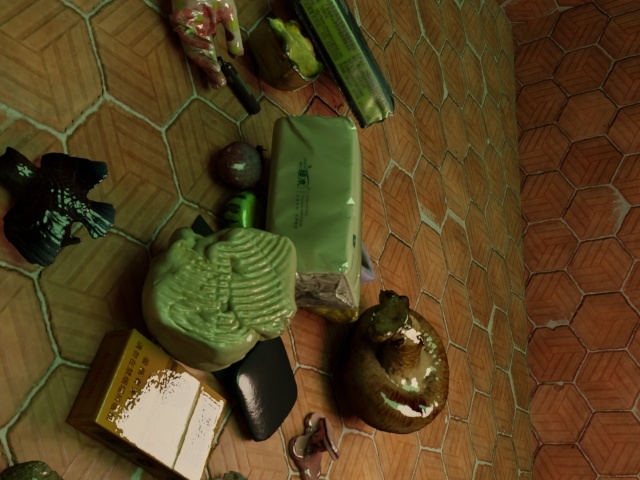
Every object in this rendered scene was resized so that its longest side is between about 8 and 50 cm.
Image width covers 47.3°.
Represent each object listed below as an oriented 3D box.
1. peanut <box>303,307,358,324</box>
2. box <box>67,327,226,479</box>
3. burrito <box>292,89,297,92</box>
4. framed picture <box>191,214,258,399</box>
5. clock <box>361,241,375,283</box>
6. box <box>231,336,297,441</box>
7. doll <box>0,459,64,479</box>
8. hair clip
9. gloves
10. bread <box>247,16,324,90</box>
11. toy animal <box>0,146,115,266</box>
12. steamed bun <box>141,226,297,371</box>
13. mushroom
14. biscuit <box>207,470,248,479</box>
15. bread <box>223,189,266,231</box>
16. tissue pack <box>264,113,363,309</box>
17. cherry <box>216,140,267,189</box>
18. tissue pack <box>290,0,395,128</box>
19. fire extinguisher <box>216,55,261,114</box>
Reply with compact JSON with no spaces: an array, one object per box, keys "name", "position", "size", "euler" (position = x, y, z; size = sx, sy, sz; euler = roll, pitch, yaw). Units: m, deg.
[{"name":"peanut","position":[0.024,0.158,1.825],"size":[0.207,0.087,0.087],"euler":[29,57,-49]},{"name":"box","position":[-0.293,0.299,1.287],"size":[0.274,0.076,0.174],"euler":[50,44,-39]},{"name":"burrito","position":[-0.060,-0.425,1.896],"size":[0.118,0.044,0.074],"euler":[-30,103,-54]},{"name":"framed picture","position":[-0.210,0.142,1.525],"size":[0.324,0.013,0.244],"euler":[57,39,-32]},{"name":"clock","position":[0.074,0.041,1.877],"size":[0.172,0.064,0.198],"euler":[58,17,-11]},{"name":"box","position":[-0.119,0.312,1.579],"size":[0.212,0.042,0.201],"euler":[-50,129,-54]},{"name":"doll","position":[-0.418,0.376,1.043],"size":[0.115,0.105,0.221],"euler":[-39,113,-8]},{"name":"hair clip","position":[-0.017,0.478,1.720],"size":[0.138,0.102,0.123],"euler":[-110,175,-63]},{"name":"gloves","position":[-0.245,-0.444,1.550],"size":[0.145,0.126,0.241],"euler":[-51,151,-57]},{"name":"bread","position":[-0.098,-0.441,1.759],"size":[0.174,0.133,0.251],"euler":[62,19,-12]},{"name":"toy animal","position":[-0.422,-0.076,1.153],"size":[0.179,0.116,0.218],"euler":[52,48,-38]},{"name":"steamed bun","position":[-0.195,0.103,1.365],"size":[0.276,0.203,0.289],"euler":[32,51,-16]},{"name":"mushroom","position":[0.211,0.291,1.864],"size":[0.334,0.356,0.331],"euler":[31,30,-10]},{"name":"biscuit","position":[-0.211,0.548,1.337],"size":[0.281,0.084,0.179],"euler":[-19,97,-59]},{"name":"bread","position":[-0.165,-0.036,1.588],"size":[0.130,0.071,0.139],"euler":[-53,133,-52]},{"name":"tissue pack","position":[-0.009,-0.057,1.650],"size":[0.297,0.207,0.380],"euler":[71,20,-70]},{"name":"cherry","position":[-0.159,-0.168,1.631],"size":[0.107,0.090,0.225],"euler":[61,23,3]},{"name":"tissue pack","position":[0.056,-0.527,1.953],"size":[0.394,0.124,0.288],"euler":[57,14,-30]},{"name":"fire extinguisher","position":[-0.191,-0.366,1.684],"size":[0.173,0.035,0.049],"euler":[54,43,-39]}]
